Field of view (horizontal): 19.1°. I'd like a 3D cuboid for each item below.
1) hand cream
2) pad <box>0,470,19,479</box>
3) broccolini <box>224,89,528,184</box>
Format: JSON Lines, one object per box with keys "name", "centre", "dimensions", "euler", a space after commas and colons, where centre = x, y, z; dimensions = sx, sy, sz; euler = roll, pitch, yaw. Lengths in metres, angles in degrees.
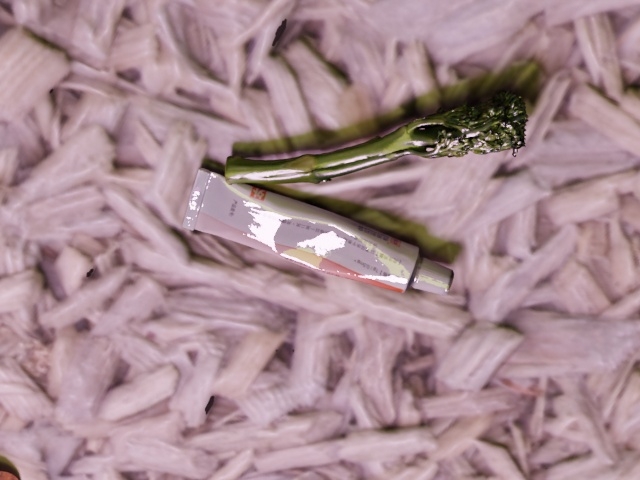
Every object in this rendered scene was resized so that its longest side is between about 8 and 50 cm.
{"name": "hand cream", "centre": [-0.001, 0.002, 1.495], "dimensions": [0.216, 0.038, 0.052], "euler": [19, 97, -1]}
{"name": "pad", "centre": [-0.406, 0.333, 1.646], "dimensions": [0.250, 0.055, 0.323], "euler": [3, 109, -32]}
{"name": "broccolini", "centre": [0.041, -0.071, 1.442], "dimensions": [0.239, 0.051, 0.054], "euler": [-10, 77, 15]}
